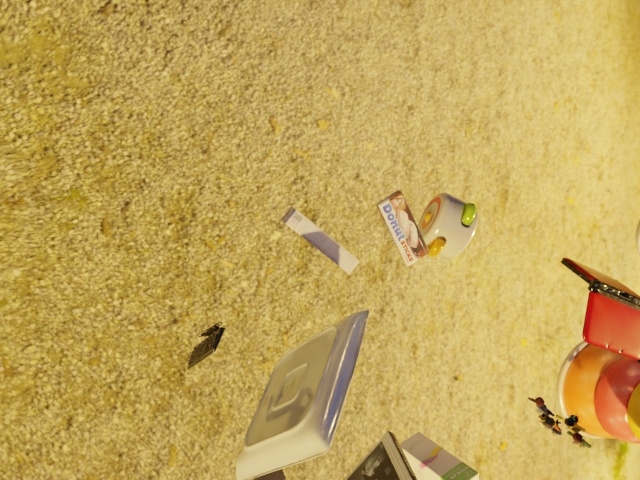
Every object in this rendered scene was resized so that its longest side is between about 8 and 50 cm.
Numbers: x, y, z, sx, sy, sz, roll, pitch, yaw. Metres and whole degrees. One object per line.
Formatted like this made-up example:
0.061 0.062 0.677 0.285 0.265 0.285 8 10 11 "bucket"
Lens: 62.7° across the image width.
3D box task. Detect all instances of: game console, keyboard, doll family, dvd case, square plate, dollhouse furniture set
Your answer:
0.443 0.106 0.831 0.143 0.124 0.085 20 109 -25 "game console"
-0.315 0.274 1.402 0.038 0.192 0.100 33 49 -18 "keyboard"
0.669 0.508 1.476 0.076 0.192 0.111 -60 140 -14 "doll family"
0.130 0.615 1.283 0.029 0.179 0.239 34 101 -26 "dvd case"
-0.050 0.334 1.159 0.049 0.344 0.347 39 43 -15 "square plate"
-0.198 0.701 1.613 0.144 0.151 0.123 9 128 -43 "dollhouse furniture set"

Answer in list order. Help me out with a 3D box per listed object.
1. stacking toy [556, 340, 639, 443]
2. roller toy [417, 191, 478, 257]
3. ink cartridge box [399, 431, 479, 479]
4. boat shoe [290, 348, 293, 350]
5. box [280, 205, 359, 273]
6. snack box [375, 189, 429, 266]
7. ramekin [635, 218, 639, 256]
0.990 0.495 1.558 0.350 0.480 0.351 -1 93 -15 "stacking toy"
0.403 -0.050 1.711 0.146 0.191 0.210 25 101 -8 "roller toy"
0.389 0.834 1.869 0.119 0.353 0.207 -18 112 -31 "ink cartridge box"
-0.082 0.345 1.448 0.040 0.049 0.142 -65 171 22 "boat shoe"
0.000 0.000 1.873 0.324 0.063 0.067 38 90 -22 "box"
0.192 -0.027 1.218 0.064 0.022 0.178 -32 116 -4 "snack box"
0.580 0.021 0.694 0.273 0.272 0.127 45 41 -37 "ramekin"
